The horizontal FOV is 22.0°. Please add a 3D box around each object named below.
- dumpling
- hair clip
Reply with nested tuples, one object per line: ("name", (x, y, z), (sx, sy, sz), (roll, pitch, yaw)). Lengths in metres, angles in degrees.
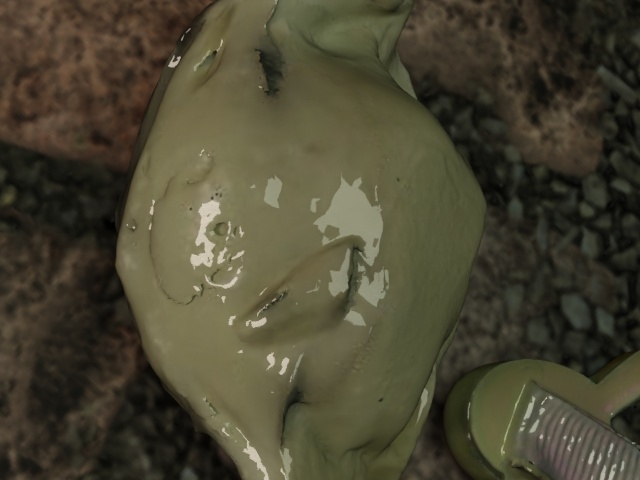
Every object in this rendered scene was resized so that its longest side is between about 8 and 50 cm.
("dumpling", (0.000, 0.000, 0.937), (0.243, 0.187, 0.318), (4, 84, -61))
("hair clip", (0.171, 0.130, 1.001), (0.218, 0.071, 0.159), (28, 68, -20))
